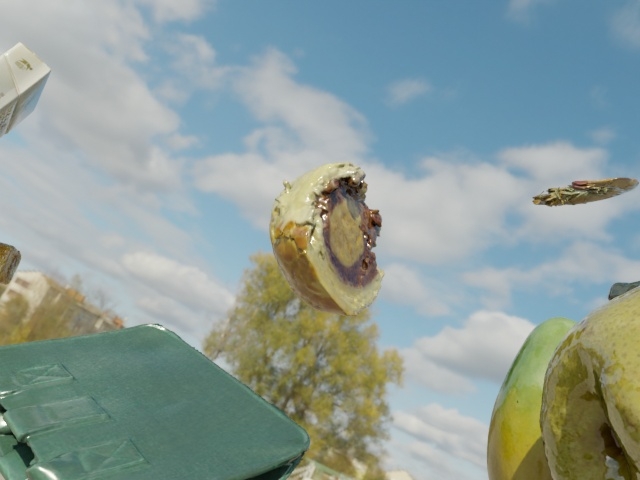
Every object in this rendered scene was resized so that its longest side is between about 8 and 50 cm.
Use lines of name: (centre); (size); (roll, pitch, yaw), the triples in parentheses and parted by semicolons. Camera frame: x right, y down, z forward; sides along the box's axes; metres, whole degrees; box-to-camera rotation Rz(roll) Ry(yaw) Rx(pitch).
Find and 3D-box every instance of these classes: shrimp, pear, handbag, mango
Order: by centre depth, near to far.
pear: (0.263, 0.108, 0.416); (0.212, 0.188, 0.228); (-8, -15, -9)
mango: (0.211, 0.166, 0.622); (0.092, 0.194, 0.130); (11, -14, 31)
handbag: (-0.187, 0.184, 0.646); (0.239, 0.089, 0.327); (0, 15, -40)
shrimp: (0.418, -0.078, 1.082); (0.178, 0.034, 0.124); (-6, -5, 37)

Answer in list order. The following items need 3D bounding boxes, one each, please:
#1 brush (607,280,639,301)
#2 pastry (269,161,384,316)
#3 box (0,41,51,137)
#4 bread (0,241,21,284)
brush: (0.361, 0.105, 0.620); (0.323, 0.051, 0.070); (33, -19, -36)
pastry: (0.001, 0.010, 1.151); (0.171, 0.236, 0.256); (0, -42, 30)
box: (-0.533, -0.183, 1.016); (0.067, 0.242, 0.155); (45, -33, -14)
bread: (-0.592, 0.030, 1.147); (0.132, 0.074, 0.053); (11, -25, -6)
